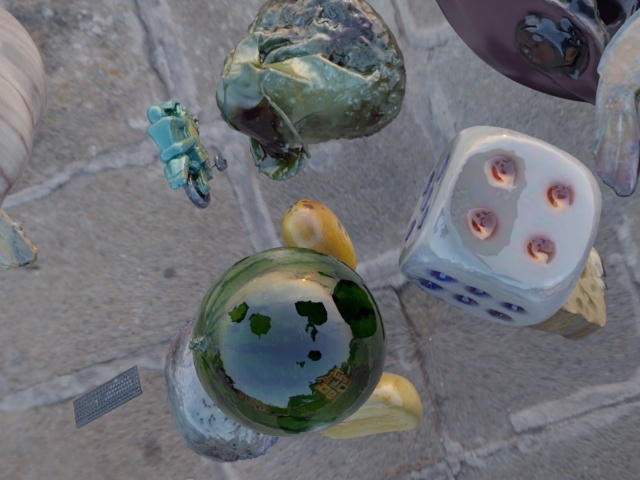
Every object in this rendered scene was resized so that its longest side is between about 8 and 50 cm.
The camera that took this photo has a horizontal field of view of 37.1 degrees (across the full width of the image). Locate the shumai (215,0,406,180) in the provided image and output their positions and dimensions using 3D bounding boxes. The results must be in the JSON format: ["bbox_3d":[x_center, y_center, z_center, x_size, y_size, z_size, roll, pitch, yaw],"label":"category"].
[{"bbox_3d":[-0.063,-0.331,1.977,0.395,0.395,0.348,47,49,9],"label":"shumai"}]

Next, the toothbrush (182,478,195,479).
[{"bbox_3d":[-0.384,0.538,1.996,0.026,0.294,0.028,-7,85,47],"label":"toothbrush"}]

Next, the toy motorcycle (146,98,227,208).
[{"bbox_3d":[-0.300,-0.208,2.062,0.109,0.198,0.297,-28,54,14],"label":"toy motorcycle"}]

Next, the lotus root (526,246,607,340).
[{"bbox_3d":[0.416,0.022,1.824,0.111,0.390,0.375,-39,89,33],"label":"lotus root"}]

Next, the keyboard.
[{"bbox_3d":[-0.431,0.317,1.922,0.198,0.010,0.064,-31,62,28],"label":"keyboard"}]

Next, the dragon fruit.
[{"bbox_3d":[-0.198,0.287,1.809,0.283,0.204,0.221,-26,42,42],"label":"dragon fruit"}]

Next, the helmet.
[{"bbox_3d":[0.201,-0.249,0.798,0.271,0.197,0.338,-47,120,-29],"label":"helmet"}]

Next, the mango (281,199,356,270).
[{"bbox_3d":[-0.001,-0.003,1.634,0.090,0.178,0.115,-28,52,24],"label":"mango"}]

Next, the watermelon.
[{"bbox_3d":[-0.039,0.125,1.188,0.242,0.242,0.243,-1,84,7],"label":"watermelon"}]

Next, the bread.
[{"bbox_3d":[0.073,0.289,1.701,0.217,0.147,0.098,-13,59,24],"label":"bread"}]

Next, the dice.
[{"bbox_3d":[0.216,-0.015,1.165,0.193,0.194,0.192,23,74,-4],"label":"dice"}]

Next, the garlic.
[{"bbox_3d":[-0.306,-0.061,0.759,0.245,0.253,0.245,-12,53,16],"label":"garlic"}]

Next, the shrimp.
[{"bbox_3d":[0.247,-0.048,0.614,0.143,0.052,0.251,5,88,17],"label":"shrimp"}]
